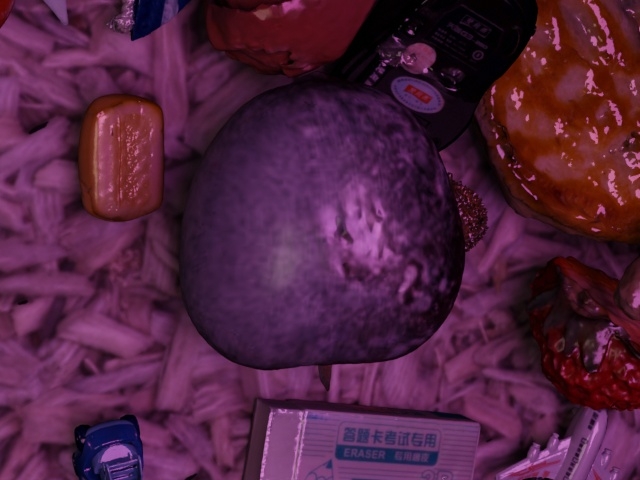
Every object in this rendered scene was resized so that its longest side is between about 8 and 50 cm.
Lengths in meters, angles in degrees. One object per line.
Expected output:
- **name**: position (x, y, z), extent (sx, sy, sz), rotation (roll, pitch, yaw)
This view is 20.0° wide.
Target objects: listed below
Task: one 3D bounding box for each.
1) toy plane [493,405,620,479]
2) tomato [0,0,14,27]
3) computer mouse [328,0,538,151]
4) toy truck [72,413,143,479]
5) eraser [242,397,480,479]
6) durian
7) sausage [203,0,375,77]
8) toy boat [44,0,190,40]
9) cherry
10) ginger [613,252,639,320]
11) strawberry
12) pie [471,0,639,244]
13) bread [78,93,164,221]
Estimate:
- **toy plane**: position (0.250, 0.233, 1.831), extent (0.162, 0.065, 0.171), rotation (19, 87, -22)
- **tomato**: position (-0.332, -0.209, 1.519), extent (0.159, 0.091, 0.139), rotation (-34, 108, -2)
- **computer mouse**: position (0.099, -0.174, 1.681), extent (0.137, 0.096, 0.233), rotation (28, 122, -28)
- **toy truck**: position (-0.190, 0.222, 1.661), extent (0.063, 0.074, 0.136), rotation (-13, 141, -18)
- **eraser**: position (0.042, 0.209, 1.752), extent (0.225, 0.052, 0.096), rotation (7, 95, -22)
- **durian**: position (0.123, -0.025, 1.744), extent (0.080, 0.080, 0.091), rotation (-6, 119, -21)
- **sausage**: position (0.001, -0.274, 1.630), extent (0.152, 0.152, 0.280), rotation (34, 83, -22)
- **toy boat**: position (-0.249, -0.280, 1.591), extent (0.291, 0.067, 0.221), rotation (-4, 101, -9)
- **cherry**: position (0.000, 0.000, 1.617), extent (0.255, 0.218, 0.296), rotation (-1, 101, 11)
- **ginger**: position (0.401, 0.008, 1.814), extent (0.333, 0.080, 0.166), rotation (10, 102, -49)
- **strawberry**: position (0.294, 0.115, 1.797), extent (0.236, 0.190, 0.111), rotation (17, 114, -43)
- **pie**: position (0.281, -0.144, 1.793), extent (0.315, 0.092, 0.315), rotation (-1, 92, -24)
- **bread**: position (-0.182, -0.076, 1.628), extent (0.082, 0.056, 0.115), rotation (-13, 110, -31)
